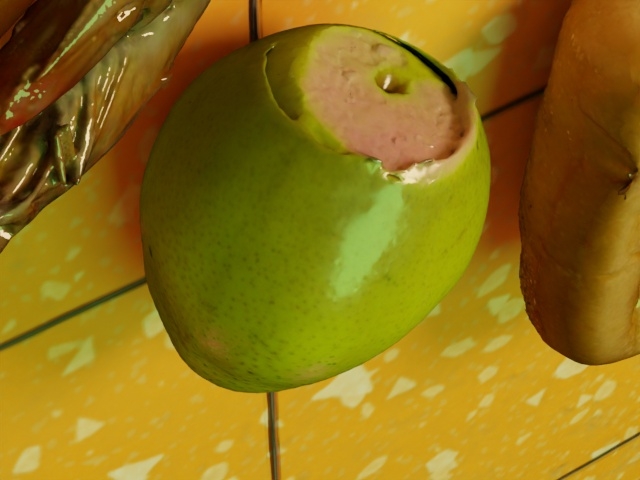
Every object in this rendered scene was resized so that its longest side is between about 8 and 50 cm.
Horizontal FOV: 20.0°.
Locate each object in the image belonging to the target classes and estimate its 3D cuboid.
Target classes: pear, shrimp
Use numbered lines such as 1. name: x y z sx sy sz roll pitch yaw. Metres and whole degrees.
1. pear: -0.011 -0.011 0.971 0.187 0.187 0.219 -16 152 -32
2. shrimp: -0.105 -0.077 0.799 0.287 0.063 0.152 -56 -176 -31

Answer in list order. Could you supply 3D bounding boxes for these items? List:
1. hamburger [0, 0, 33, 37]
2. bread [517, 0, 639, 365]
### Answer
1. hamburger: -0.190 -0.137 0.620 0.243 0.138 0.261 -30 151 -8
2. bread: 0.263 -0.091 1.169 0.328 0.148 0.337 -24 144 -17
